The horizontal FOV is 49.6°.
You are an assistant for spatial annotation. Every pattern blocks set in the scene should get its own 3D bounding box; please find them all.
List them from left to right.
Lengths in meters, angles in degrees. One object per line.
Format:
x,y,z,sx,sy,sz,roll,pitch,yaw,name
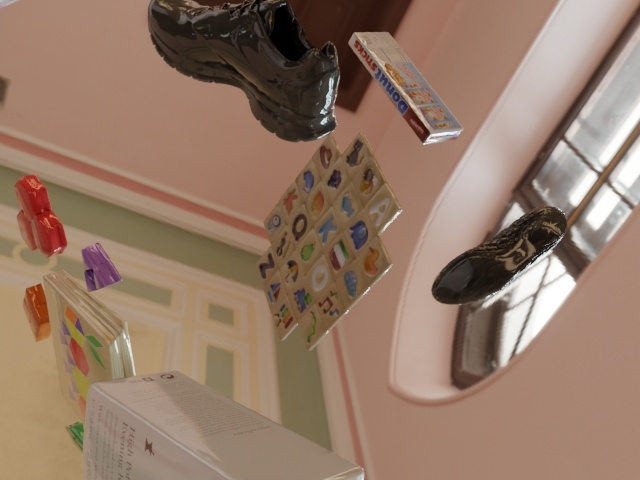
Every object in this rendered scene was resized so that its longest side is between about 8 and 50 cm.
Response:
-0.227,0.125,0.694,0.026,0.325,0.285,-23,-131,-38,pattern blocks set

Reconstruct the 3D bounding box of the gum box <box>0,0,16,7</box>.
-0.393,-0.318,0.777,0.188,0.107,0.062,-30,-135,-14,gum box

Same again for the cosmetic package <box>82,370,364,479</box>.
-0.080,0.179,0.481,0.085,0.118,0.231,-1,-173,-40,cosmetic package

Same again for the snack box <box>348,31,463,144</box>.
0.107,-0.196,0.874,0.064,0.022,0.178,-13,-118,-39,snack box

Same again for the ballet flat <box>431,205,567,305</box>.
0.202,0.021,0.779,0.058,0.173,0.049,58,-178,3,ballet flat

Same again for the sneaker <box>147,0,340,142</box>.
-0.086,-0.236,0.812,0.286,0.130,0.109,33,-133,17,sneaker

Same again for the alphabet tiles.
0.000,0.000,1.151,0.011,0.343,0.285,11,-137,-37,alphabet tiles
